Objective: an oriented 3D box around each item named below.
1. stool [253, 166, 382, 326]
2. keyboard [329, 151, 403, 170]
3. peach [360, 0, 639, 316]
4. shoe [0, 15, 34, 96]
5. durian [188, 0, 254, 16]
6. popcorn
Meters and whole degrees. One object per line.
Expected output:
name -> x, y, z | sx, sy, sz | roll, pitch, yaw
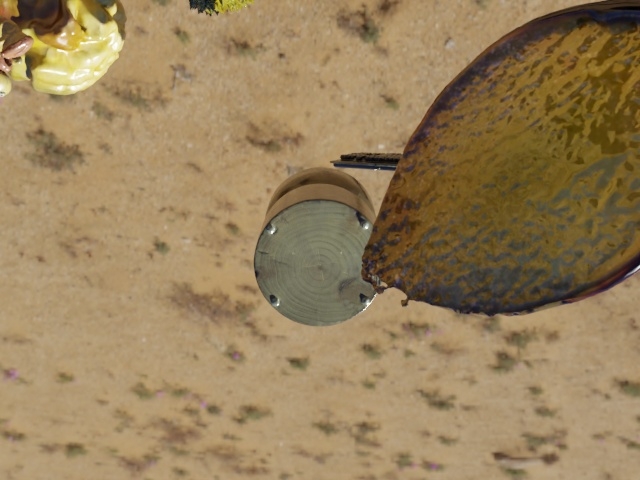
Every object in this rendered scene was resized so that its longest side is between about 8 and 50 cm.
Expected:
stool -> 0.000, 0.000, 1.244 | 0.179, 0.179, 0.264 | 3, -165, -1
keyboard -> 0.124, -0.138, 1.483 | 0.230, 0.025, 0.094 | 8, -163, 43
peach -> 0.147, -0.039, 0.580 | 0.279, 0.189, 0.068 | -33, 149, 31
shoe -> -0.447, -0.254, 1.172 | 0.069, 0.109, 0.072 | 26, 163, 9
durian -> -0.128, -0.415, 1.316 | 0.102, 0.208, 0.146 | 38, 140, -3
popcorn -> -0.463, -0.364, 1.395 | 0.265, 0.225, 0.332 | 6, -165, -25
